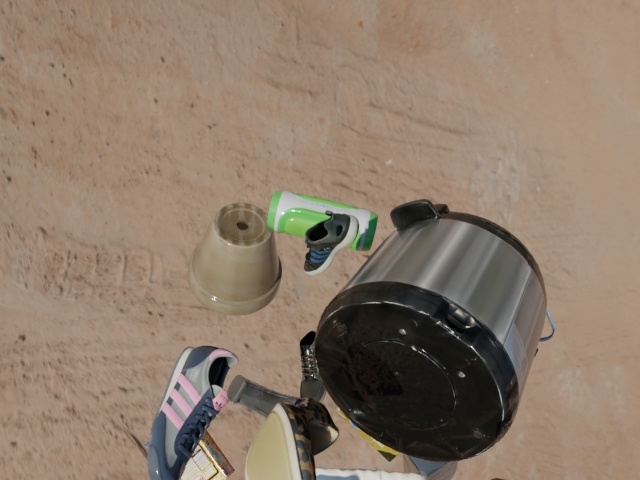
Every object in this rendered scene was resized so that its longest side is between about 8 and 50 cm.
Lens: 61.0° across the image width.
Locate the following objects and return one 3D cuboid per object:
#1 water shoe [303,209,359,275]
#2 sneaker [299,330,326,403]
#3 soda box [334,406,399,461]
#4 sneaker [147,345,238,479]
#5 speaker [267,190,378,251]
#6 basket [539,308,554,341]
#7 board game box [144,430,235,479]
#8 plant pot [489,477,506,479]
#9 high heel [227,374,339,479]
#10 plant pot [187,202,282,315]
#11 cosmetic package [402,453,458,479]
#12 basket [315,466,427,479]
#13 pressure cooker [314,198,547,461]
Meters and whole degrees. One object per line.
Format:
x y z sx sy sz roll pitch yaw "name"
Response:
0.000 0.000 1.097 0.080 0.203 0.073 21 51 -19 "water shoe"
-0.034 0.378 1.593 0.222 0.083 0.118 -77 148 -51 "sneaker"
0.127 0.449 1.333 0.181 0.061 0.058 40 39 14 "soda box"
-0.265 0.364 1.156 0.112 0.131 0.319 64 26 -46 "sneaker"
0.006 -0.055 1.527 0.297 0.131 0.131 13 76 2 "speaker"
0.463 0.166 1.488 0.201 0.289 0.254 60 23 -54 "basket"
-0.326 0.537 1.343 0.147 0.045 0.193 -42 78 14 "board game box"
0.395 0.606 1.140 0.167 0.167 0.165 15 89 -25 "plant pot"
-0.006 0.269 0.678 0.186 0.261 0.093 33 93 -27 "high heel"
-0.270 0.039 1.782 0.323 0.280 0.323 7 50 -9 "plant pot"
0.380 0.788 1.884 0.153 0.129 0.296 -26 137 -16 "cosmetic package"
0.094 0.691 1.315 0.328 0.331 0.266 -1 65 11 "basket"
0.233 0.152 1.042 0.376 0.369 0.420 27 40 16 "pressure cooker"
